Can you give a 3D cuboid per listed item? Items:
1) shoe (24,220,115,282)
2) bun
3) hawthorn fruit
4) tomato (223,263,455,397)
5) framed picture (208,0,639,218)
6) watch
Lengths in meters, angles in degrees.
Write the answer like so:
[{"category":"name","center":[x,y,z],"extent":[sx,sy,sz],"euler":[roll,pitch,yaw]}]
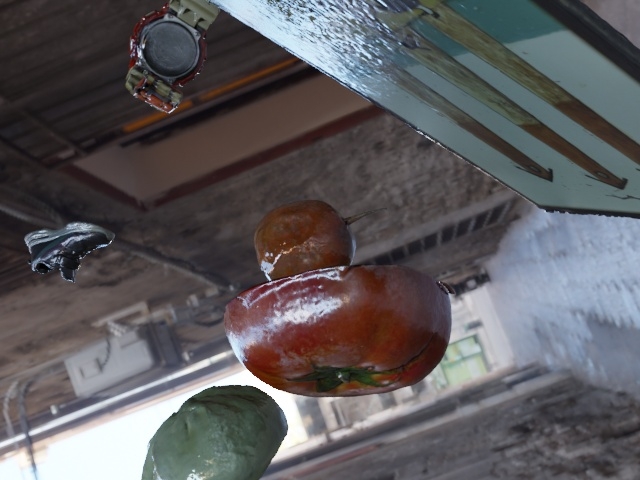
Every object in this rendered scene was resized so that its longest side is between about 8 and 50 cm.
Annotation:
[{"category":"shoe","center":[-0.432,0.026,1.387],"extent":[0.071,0.169,0.099],"euler":[44,-140,-65]},{"category":"bun","center":[-0.126,0.234,0.881],"extent":[0.118,0.195,0.195],"euler":[41,-173,-2]},{"category":"hawthorn fruit","center":[-0.018,-0.002,1.168],"extent":[0.149,0.189,0.149],"euler":[25,-150,-16]},{"category":"tomato","center":[0.019,0.096,0.760],"extent":[0.225,0.225,0.084],"euler":[58,-153,-65]},{"category":"framed picture","center":[0.089,-0.085,0.450],"extent":[0.324,0.013,0.244],"euler":[28,174,-23]},{"category":"watch","center":[-0.165,-0.230,0.966],"extent":[0.102,0.164,0.268],"euler":[29,-172,-23]}]
